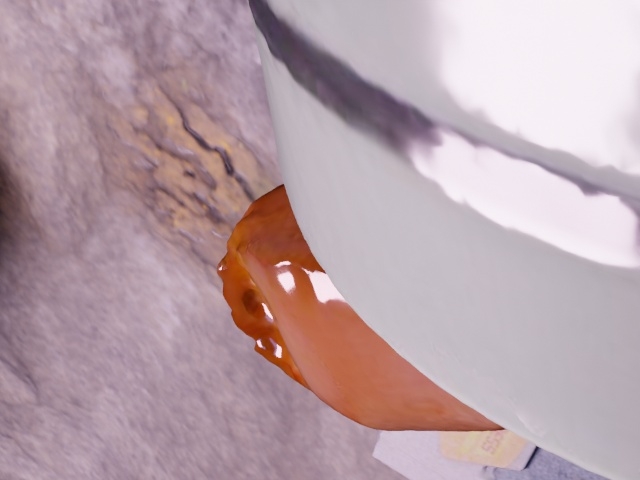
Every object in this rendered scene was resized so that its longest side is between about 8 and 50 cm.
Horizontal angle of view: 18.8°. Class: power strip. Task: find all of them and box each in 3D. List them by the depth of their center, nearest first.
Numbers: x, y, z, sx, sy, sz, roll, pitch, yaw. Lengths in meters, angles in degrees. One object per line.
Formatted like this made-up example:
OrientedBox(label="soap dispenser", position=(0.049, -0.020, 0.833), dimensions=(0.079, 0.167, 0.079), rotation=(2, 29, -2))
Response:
OrientedBox(label="power strip", position=(0.136, -0.097, 0.438), dimensions=(0.357, 0.357, 0.161), rotation=(21, 136, 32))

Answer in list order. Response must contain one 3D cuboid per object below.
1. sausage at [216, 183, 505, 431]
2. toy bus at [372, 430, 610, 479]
OrientedBox(label="sausage", position=(0.117, 0.012, 0.627), dimensions=(0.348, 0.094, 0.097), rotation=(-2, 131, 37))
OrientedBox(label="toy bus", position=(0.118, -0.008, 0.756), dimensions=(0.138, 0.097, 0.342), rotation=(31, 140, 11))
